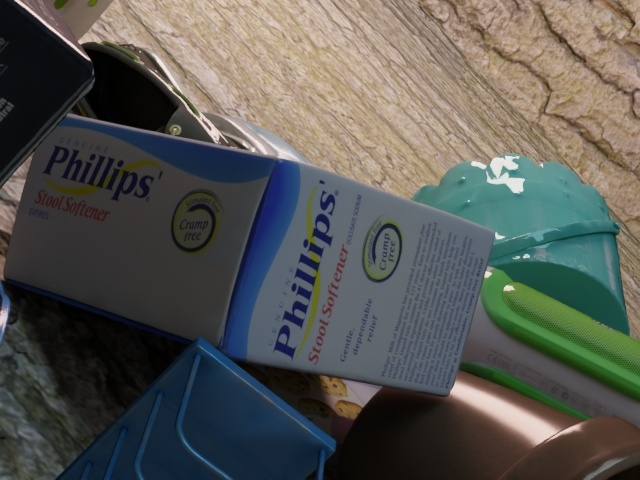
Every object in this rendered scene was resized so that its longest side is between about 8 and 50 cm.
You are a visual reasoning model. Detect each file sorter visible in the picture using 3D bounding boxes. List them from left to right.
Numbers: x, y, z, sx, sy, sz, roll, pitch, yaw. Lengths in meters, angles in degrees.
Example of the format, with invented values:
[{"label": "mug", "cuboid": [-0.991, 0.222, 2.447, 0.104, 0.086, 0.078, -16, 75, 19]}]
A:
[{"label": "file sorter", "cuboid": [-0.093, 0.174, 0.894, 0.118, 0.170, 0.104, 39, 25, -14]}]

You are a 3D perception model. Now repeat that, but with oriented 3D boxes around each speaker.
[{"label": "speaker", "cuboid": [0.236, 0.130, 1.283, 0.296, 0.131, 0.131, 27, 14, 21]}]

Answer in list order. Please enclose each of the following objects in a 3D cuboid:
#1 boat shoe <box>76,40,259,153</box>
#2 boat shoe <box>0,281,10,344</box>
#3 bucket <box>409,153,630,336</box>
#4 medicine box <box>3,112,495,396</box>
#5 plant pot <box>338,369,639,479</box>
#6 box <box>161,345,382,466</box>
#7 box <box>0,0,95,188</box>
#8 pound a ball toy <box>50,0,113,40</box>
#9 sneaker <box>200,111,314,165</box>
[{"label": "boat shoe", "cuboid": [-0.150, -0.092, 1.395, 0.305, 0.109, 0.091, 48, 20, 28]}, {"label": "boat shoe", "cuboid": [-0.269, 0.047, 0.934, 0.089, 0.109, 0.258, 27, 9, -24]}, {"label": "bucket", "cuboid": [0.209, 0.062, 1.560, 0.281, 0.281, 0.183, 35, 27, -24]}, {"label": "medicine box", "cuboid": [-0.055, 0.012, 1.131, 0.263, 0.149, 0.289, 14, -1, 41]}, {"label": "plant pot", "cuboid": [0.138, 0.227, 1.182, 0.263, 0.263, 0.229, 20, 12, -49]}, {"label": "box", "cuboid": [-0.008, 0.154, 1.243, 0.324, 0.063, 0.067, 20, 31, -48]}, {"label": "box", "cuboid": [-0.369, -0.188, 0.815, 0.395, 0.212, 0.293, 39, 7, -36]}, {"label": "pound a ball toy", "cuboid": [-0.214, -0.340, 1.438, 0.135, 0.319, 0.208, 13, 37, -55]}, {"label": "sneaker", "cuboid": [0.000, 0.000, 1.459, 0.366, 0.135, 0.150, 52, 24, 17]}]
